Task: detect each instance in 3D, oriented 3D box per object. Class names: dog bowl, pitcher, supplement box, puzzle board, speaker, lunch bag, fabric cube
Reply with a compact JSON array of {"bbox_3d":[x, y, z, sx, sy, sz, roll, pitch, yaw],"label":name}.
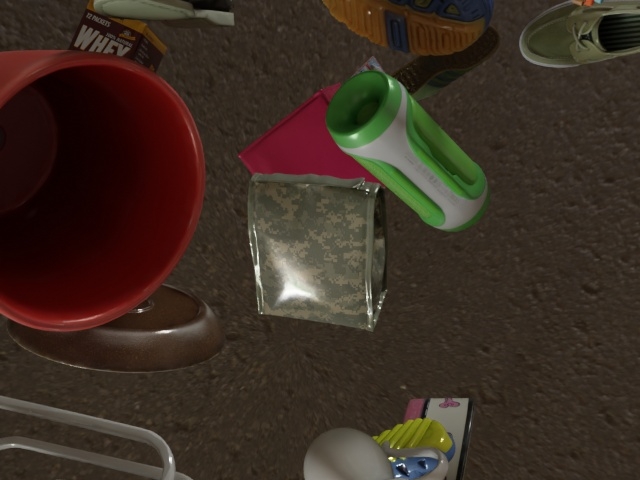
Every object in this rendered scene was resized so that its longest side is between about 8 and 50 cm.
[{"bbox_3d":[0.241,0.545,1.657,0.150,0.408,0.407,11,82,13],"label":"dog bowl"},{"bbox_3d":[0.076,0.339,1.065,0.178,0.207,0.125,-30,107,-16],"label":"pitcher"},{"bbox_3d":[-0.447,-0.378,1.570,0.129,0.191,0.194,25,91,1],"label":"supplement box"},{"bbox_3d":[0.134,-0.367,1.767,0.096,0.011,0.128,-48,113,-20],"label":"puzzle board"},{"bbox_3d":[0.139,-0.124,1.089,0.296,0.131,0.131,35,80,-42],"label":"speaker"},{"bbox_3d":[0.000,0.000,1.339,0.235,0.169,0.287,7,125,14],"label":"lunch bag"},{"bbox_3d":[0.006,-0.191,1.736,0.254,0.259,0.258,-34,97,19],"label":"fabric cube"}]

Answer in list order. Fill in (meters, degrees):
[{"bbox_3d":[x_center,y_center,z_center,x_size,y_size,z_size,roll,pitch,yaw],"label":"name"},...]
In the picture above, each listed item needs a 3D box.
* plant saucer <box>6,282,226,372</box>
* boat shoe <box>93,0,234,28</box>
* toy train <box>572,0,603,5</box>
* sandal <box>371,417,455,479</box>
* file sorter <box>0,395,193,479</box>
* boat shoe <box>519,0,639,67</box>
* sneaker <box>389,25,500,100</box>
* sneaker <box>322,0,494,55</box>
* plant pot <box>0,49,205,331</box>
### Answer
[{"bbox_3d":[-0.290,0.108,1.069,0.311,0.310,0.050,9,103,-1],"label":"plant saucer"},{"bbox_3d":[-0.145,-0.242,0.689,0.081,0.228,0.068,2,102,13],"label":"boat shoe"},{"bbox_3d":[0.349,-0.409,1.101,0.166,0.125,0.046,34,80,21],"label":"toy train"},{"bbox_3d":[0.121,0.406,1.260,0.126,0.317,0.138,-25,80,-45],"label":"sandal"},{"bbox_3d":[-0.155,0.244,0.466,0.193,0.277,0.173,6,50,20],"label":"file sorter"},{"bbox_3d":[0.452,-0.340,1.172,0.094,0.302,0.109,-26,109,-44],"label":"boat shoe"},{"bbox_3d":[0.194,-0.280,1.170,0.192,0.086,0.064,-28,88,12],"label":"sneaker"},{"bbox_3d":[0.032,-0.259,0.594,0.296,0.112,0.131,36,66,25],"label":"sneaker"},{"bbox_3d":[-0.298,-0.077,0.756,0.243,0.275,0.275,24,80,36],"label":"plant pot"}]
